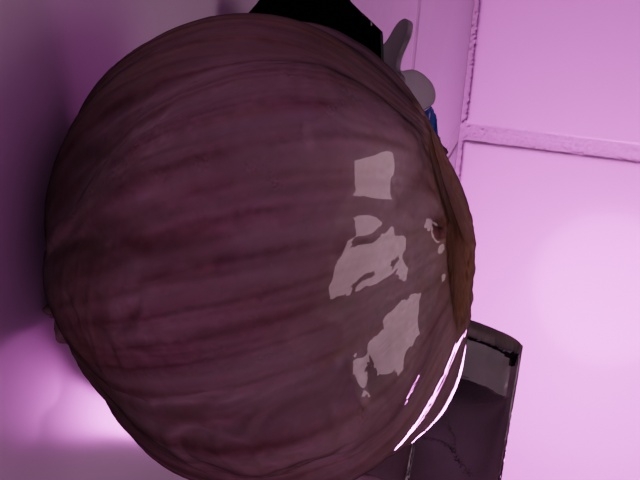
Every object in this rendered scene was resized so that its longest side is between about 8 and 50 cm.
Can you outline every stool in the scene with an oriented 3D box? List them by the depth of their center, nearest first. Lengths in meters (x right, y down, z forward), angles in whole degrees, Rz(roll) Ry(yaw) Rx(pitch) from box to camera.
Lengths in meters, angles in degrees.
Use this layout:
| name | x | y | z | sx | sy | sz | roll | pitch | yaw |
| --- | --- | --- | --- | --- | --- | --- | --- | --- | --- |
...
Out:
| name | x | y | z | sx | sy | sz | roll | pitch | yaw |
| --- | --- | --- | --- | --- | --- | --- | --- | --- | --- |
| stool | 0.146 | 0.243 | 1.879 | 0.243 | 0.170 | 0.269 | 21 | 75 | -48 |

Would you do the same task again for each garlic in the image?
| name | x | y | z | sx | sy | sz | roll | pitch | yaw |
| --- | --- | --- | --- | --- | --- | --- | --- | --- | --- |
| garlic | -0.042 | 0.004 | 0.782 | 0.317 | 0.259 | 0.317 | -20 | 90 | -75 |

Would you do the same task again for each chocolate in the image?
| name | x | y | z | sx | sy | sz | roll | pitch | yaw |
| --- | --- | --- | --- | --- | --- | --- | --- | --- | --- |
| chocolate | -0.023 | -0.143 | 1.133 | 0.133 | 0.156 | 0.156 | -114 | -152 | -74 |

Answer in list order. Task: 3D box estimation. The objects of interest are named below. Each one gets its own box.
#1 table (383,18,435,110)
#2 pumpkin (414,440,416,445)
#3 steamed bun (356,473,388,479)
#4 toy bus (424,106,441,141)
| name | x | y | z | sx | sy | sz | roll | pitch | yaw |
| --- | --- | --- | --- | --- | --- | --- | --- | --- | --- |
| table | 0.044 | -0.125 | 1.370 | 0.166 | 0.166 | 0.198 | 81 | 16 | -57 |
| pumpkin | 0.132 | 0.303 | 2.125 | 0.233 | 0.163 | 0.233 | 9 | 90 | -82 |
| steamed bun | 0.034 | 0.430 | 1.397 | 0.309 | 0.309 | 0.309 | 8 | 90 | -79 |
| toy bus | 0.096 | -0.085 | 1.723 | 0.246 | 0.134 | 0.113 | 74 | 26 | -62 |
